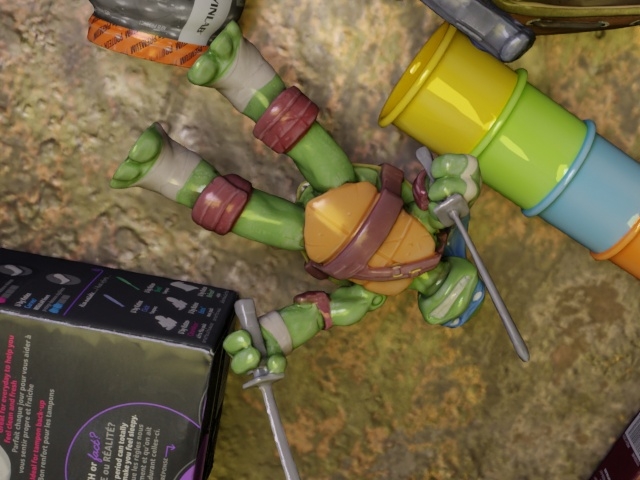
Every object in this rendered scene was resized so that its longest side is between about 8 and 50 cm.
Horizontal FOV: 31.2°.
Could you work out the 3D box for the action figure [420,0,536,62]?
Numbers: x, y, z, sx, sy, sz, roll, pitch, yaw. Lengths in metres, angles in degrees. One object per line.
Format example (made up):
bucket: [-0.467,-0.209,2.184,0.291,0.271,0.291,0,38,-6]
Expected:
action figure: [0.028,-0.281,0.655,0.341,0.330,0.178,34,125,-11]

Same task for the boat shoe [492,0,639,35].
boat shoe: [0.253,-0.196,0.783,0.307,0.104,0.111,-16,102,6]

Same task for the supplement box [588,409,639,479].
supplement box: [0.255,0.255,0.906,0.130,0.073,0.239,30,104,-5]

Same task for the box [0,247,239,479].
box: [-0.211,0.108,0.858,0.270,0.143,0.165,11,104,0]

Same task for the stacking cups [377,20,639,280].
stacking cups: [0.193,-0.033,0.840,0.316,0.096,0.096,35,102,-9]

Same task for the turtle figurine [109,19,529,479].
turtle figurine: [0.000,0.000,0.744,0.266,0.275,0.198,37,140,-8]

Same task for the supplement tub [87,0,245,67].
supplement tub: [-0.098,-0.221,0.789,0.117,0.117,0.190,13,103,0]
